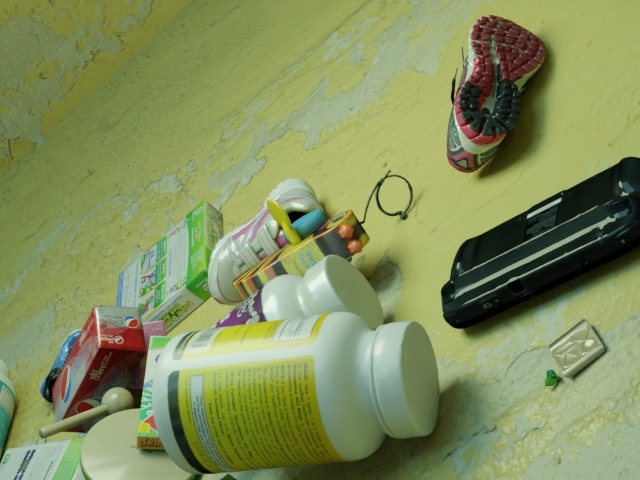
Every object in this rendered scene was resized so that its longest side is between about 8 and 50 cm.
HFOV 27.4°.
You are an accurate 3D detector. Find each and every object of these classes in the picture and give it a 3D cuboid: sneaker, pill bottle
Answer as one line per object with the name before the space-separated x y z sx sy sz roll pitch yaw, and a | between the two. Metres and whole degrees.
sneaker | -0.090 0.007 2.187 0.252 0.103 0.111 -51 24 -3
pill bottle | -0.690 0.350 2.617 0.146 0.146 0.264 -36 29 25
sneaker | 0.248 -0.229 1.972 0.299 0.120 0.112 -62 -3 -41
pill bottle | -0.062 0.154 1.866 0.301 0.169 0.169 -38 28 22
pill bottle | -0.028 0.192 1.666 0.333 0.188 0.188 -9 42 23
sneaker | -0.488 0.245 2.539 0.152 0.058 0.084 -56 20 -5

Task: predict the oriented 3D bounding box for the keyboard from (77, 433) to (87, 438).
keyboard | -0.356 0.341 2.254 0.256 0.014 0.072 -18 40 48

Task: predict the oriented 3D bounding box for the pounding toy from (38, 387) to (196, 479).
pounding toy | -0.295 0.347 2.025 0.237 0.110 0.183 32 44 30

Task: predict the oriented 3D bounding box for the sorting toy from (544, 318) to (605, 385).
sorting toy | 0.287 0.134 1.523 0.083 0.012 0.062 -40 32 12

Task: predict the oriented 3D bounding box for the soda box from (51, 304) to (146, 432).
soda box | -0.376 0.220 2.211 0.263 0.083 0.092 -57 36 42

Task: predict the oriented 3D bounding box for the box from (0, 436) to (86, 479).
box | -0.498 0.460 2.263 0.322 0.058 0.232 -18 43 50

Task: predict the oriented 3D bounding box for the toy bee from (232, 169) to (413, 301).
toy bee | 0.000 0.000 1.935 0.298 0.195 0.162 -55 8 3

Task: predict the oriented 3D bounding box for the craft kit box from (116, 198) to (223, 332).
craft kit box | -0.284 0.072 2.463 0.246 0.061 0.250 -42 27 20

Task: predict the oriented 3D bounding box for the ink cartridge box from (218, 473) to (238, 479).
ink cartridge box | -0.159 0.410 1.742 0.209 0.109 0.062 -39 28 20

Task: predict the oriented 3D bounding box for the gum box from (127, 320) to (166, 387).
gum box | -0.337 0.201 2.296 0.188 0.062 0.107 -9 89 53

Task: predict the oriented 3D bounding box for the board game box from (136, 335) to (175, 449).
board game box | -0.216 0.231 2.074 0.259 0.124 0.039 -93 8 -57

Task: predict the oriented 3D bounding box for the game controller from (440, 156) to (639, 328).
game controller | 0.287 0.003 1.666 0.319 0.067 0.166 -29 18 35
